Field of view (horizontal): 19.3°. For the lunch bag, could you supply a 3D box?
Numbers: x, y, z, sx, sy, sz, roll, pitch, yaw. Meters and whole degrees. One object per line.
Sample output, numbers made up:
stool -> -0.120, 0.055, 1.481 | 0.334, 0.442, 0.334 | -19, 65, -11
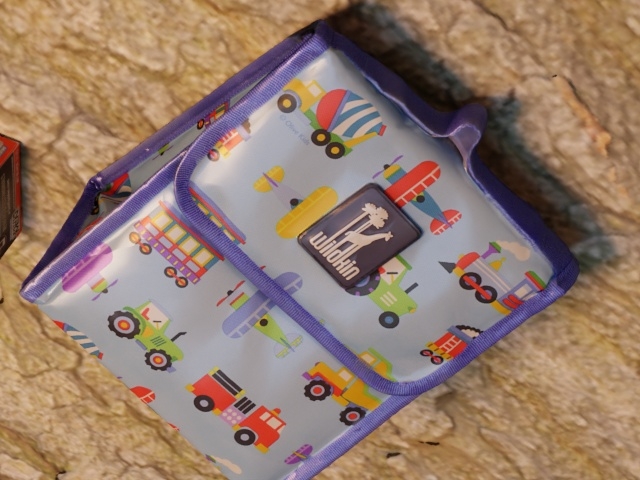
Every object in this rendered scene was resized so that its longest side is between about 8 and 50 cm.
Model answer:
lunch bag -> 0.000, 0.000, 1.165 | 0.221, 0.138, 0.293 | 44, 126, -15

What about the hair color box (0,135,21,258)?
hair color box -> -0.295, -0.049, 1.318 | 0.167, 0.053, 0.093 | 21, 138, 11
